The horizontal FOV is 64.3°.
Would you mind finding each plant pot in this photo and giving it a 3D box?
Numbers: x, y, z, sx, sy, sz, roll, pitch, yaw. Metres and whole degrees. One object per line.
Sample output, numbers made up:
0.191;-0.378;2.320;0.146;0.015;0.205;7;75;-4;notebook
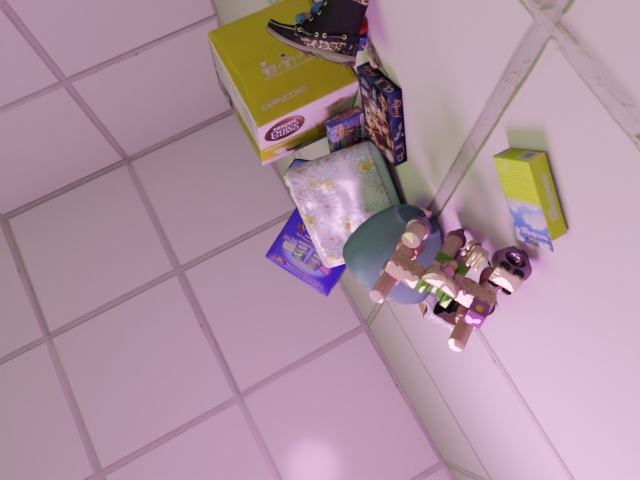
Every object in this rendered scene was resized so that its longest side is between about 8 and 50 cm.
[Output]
0.235;0.012;1.468;0.290;0.290;0.196;57;132;36;plant pot

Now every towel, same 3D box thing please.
0.094;-0.108;1.644;0.090;0.320;0.375;-84;-27;-63;towel

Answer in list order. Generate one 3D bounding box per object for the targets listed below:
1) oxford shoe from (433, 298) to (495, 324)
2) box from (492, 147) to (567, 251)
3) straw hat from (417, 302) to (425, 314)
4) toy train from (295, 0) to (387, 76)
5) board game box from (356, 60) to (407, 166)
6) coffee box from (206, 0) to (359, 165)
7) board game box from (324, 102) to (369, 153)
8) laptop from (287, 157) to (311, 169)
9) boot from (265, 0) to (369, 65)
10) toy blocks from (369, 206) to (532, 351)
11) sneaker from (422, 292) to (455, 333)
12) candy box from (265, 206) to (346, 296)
0.422;0.197;1.432;0.096;0.083;0.227;38;160;-10;oxford shoe
0.381;-0.075;0.925;0.178;0.042;0.109;65;172;-19;box
0.388;0.192;1.634;0.145;0.144;0.061;64;-148;-12;straw hat
0.050;-0.493;1.283;0.248;0.143;0.105;62;172;6;toy train
0.169;-0.341;1.389;0.165;0.042;0.243;56;170;38;board game box
-0.119;-0.498;1.625;0.338;0.337;0.334;62;171;8;coffee box
0.091;-0.322;1.606;0.035;0.136;0.201;57;169;32;board game box
0.080;-0.144;1.891;0.408;0.236;0.382;63;172;-5;laptop
-0.001;-0.527;1.186;0.236;0.179;0.085;25;-154;11;boot
0.321;0.042;1.216;0.288;0.260;0.309;32;137;13;toy blocks
0.361;0.232;1.570;0.191;0.082;0.071;56;174;1;sneaker
0.000;0.000;1.841;0.268;0.317;0.122;33;178;4;candy box
